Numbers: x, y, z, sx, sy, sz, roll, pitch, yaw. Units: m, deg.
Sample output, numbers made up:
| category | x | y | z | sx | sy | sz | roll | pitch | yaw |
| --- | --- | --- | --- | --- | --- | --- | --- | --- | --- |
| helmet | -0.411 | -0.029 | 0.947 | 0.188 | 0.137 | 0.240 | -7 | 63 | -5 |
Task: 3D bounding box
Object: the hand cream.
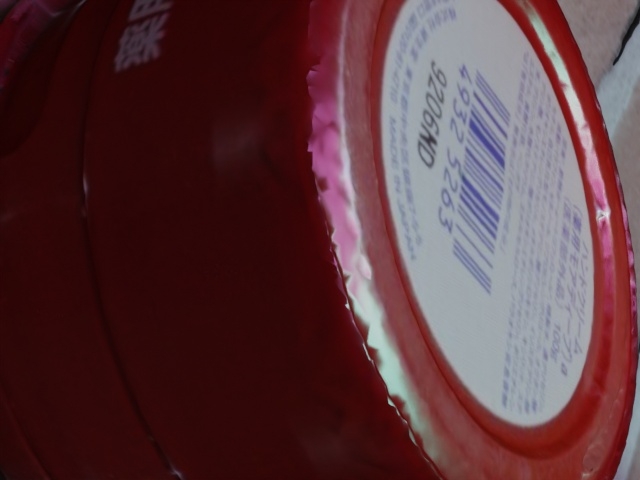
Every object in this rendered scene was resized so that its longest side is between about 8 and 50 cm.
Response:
| category | x | y | z | sx | sy | sz | roll | pitch | yaw |
| --- | --- | --- | --- | --- | --- | --- | --- | --- | --- |
| hand cream | 0.000 | 0.000 | 0.411 | 0.193 | 0.125 | 0.193 | 30 | 54 | -51 |
